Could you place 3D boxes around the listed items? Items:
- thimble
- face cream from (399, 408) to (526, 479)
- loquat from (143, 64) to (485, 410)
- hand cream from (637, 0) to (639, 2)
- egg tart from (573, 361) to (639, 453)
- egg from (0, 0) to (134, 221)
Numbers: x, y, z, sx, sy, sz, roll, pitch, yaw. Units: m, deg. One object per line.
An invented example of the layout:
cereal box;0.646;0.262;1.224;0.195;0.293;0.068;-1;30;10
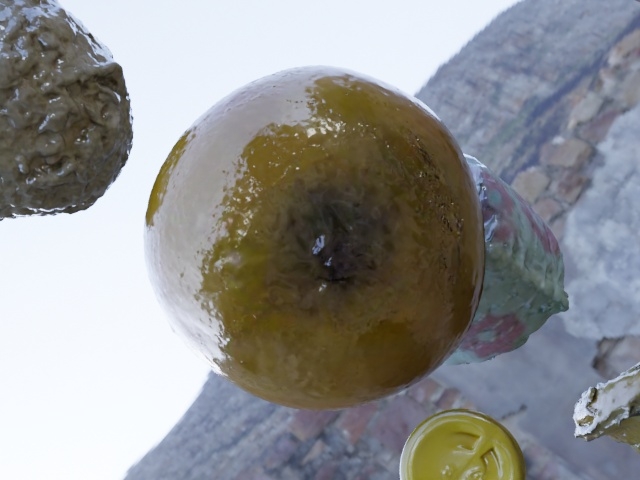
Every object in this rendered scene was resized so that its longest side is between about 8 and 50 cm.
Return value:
thimble;0.127;0.019;0.945;0.149;0.211;0.185;33;-105;-39
face cream;0.112;0.174;0.727;0.078;0.078;0.273;-55;-17;-6
loquat;0.000;0.000;0.749;0.263;0.263;0.263;-38;-35;-32
hand cream;0.251;-0.221;0.582;0.125;0.193;0.193;13;-70;-25
egg tart;0.349;0.117;0.812;0.290;0.115;0.290;-23;-16;-7
egg;-0.346;-0.149;1.019;0.279;0.311;0.279;11;-90;-88
